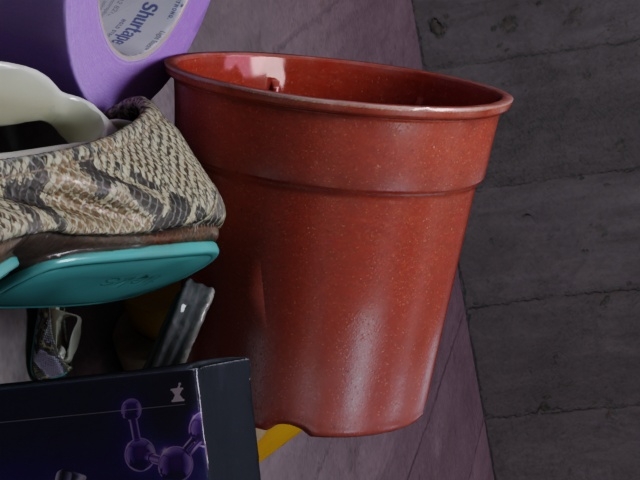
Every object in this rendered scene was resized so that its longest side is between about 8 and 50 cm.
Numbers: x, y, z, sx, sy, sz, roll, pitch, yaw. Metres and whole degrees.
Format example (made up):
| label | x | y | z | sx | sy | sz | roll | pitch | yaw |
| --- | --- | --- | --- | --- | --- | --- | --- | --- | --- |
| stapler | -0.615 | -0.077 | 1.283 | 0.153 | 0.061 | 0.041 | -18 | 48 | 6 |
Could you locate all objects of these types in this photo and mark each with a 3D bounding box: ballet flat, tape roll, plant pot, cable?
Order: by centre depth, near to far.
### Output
| label | x | y | z | sx | sy | sz | roll | pitch | yaw |
| --- | --- | --- | --- | --- | --- | --- | --- | --- | --- |
| ballet flat | -0.226 | -0.020 | 0.957 | 0.182 | 0.164 | 0.483 | 64 | 27 | 2 |
| tape roll | -0.159 | -0.236 | 1.174 | 0.275 | 0.090 | 0.274 | 18 | 90 | -75 |
| cable | -0.131 | 0.164 | 1.194 | 0.287 | 0.072 | 0.139 | -61 | 177 | 7 |
| ballet flat | -0.207 | 0.054 | 1.237 | 0.041 | 0.041 | 0.114 | 41 | 43 | -69 |
| plant pot | 0.000 | 0.000 | 1.249 | 0.272 | 0.272 | 0.265 | -42 | 140 | -73 |

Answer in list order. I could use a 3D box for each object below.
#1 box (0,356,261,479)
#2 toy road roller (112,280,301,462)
| label | x | y | z | sx | sy | sz | roll | pitch | yaw |
| --- | --- | --- | --- | --- | --- | --- | --- | --- | --- |
| box | -0.167 | 0.170 | 0.889 | 0.103 | 0.261 | 0.184 | 13 | 70 | -75 |
| toy road roller | -0.082 | 0.048 | 1.508 | 0.329 | 0.241 | 0.202 | -37 | 128 | -30 |
